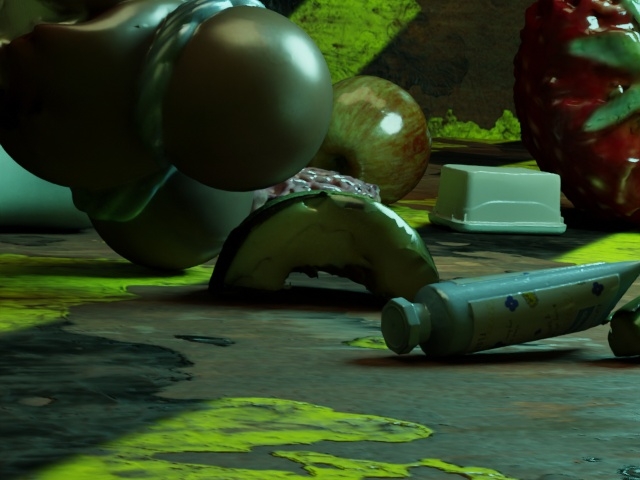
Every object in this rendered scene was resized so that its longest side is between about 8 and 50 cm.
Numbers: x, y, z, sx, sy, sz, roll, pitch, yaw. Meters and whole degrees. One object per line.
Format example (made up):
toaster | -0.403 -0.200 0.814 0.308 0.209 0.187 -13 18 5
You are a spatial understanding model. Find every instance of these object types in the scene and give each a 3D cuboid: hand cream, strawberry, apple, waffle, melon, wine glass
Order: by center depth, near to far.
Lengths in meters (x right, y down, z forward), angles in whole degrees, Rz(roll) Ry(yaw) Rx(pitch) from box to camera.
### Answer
hand cream | 0.113 0.040 1.164 0.171 0.043 0.065 -8 -33 -31
melon | 0.000 0.000 1.366 0.160 0.079 0.128 2 7 -9
wine glass | -0.224 -0.058 1.682 0.231 0.103 0.103 -5 10 -36
waffle | -0.064 -0.049 1.916 0.234 0.055 0.221 6 6 26
apple | 0.045 -0.104 2.120 0.146 0.146 0.131 8 28 38
strawberry | 0.322 -0.141 2.139 0.317 0.295 0.345 38 -27 -7

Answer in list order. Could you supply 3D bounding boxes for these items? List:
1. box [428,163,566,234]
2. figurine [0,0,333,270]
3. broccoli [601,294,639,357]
box | 0.176 -0.041 1.964 0.122 0.062 0.089 1 6 -21
figurine | -0.214 -0.096 1.341 0.388 0.248 0.276 -13 -13 -28
broccoli | 0.252 0.030 1.231 0.204 0.118 0.122 -20 50 -36
